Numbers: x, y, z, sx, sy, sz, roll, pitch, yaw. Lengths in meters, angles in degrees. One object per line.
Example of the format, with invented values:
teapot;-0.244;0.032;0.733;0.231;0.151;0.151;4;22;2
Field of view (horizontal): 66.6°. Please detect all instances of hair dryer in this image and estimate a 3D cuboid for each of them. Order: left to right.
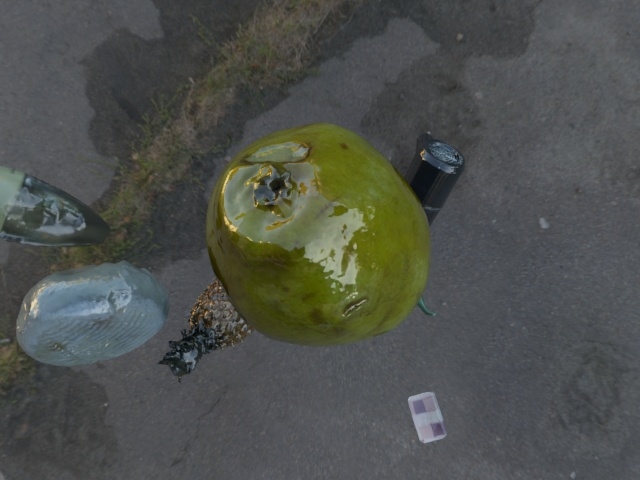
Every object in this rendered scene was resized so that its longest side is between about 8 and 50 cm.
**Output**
hair dryer;0.167;-0.123;0.757;0.071;0.219;0.124;21;129;-2

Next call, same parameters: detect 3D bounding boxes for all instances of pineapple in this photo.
pineapple;-0.299;0.244;1.384;0.202;0.202;0.362;35;46;5

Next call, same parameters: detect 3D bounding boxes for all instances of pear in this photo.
pear;0.000;0.000;0.580;0.268;0.321;0.269;-2;80;12

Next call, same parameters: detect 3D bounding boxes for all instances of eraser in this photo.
eraser;0.248;0.410;1.134;0.065;0.026;0.105;-24;68;20

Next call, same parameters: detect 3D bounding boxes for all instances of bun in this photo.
bun;-0.568;0.170;1.216;0.354;0.354;0.194;-26;61;-1

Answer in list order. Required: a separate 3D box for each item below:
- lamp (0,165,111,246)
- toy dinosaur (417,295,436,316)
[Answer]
lamp;-0.424;-0.046;0.684;0.250;0.101;0.101;24;84;-32
toy dinosaur;0.233;0.079;1.370;0.079;0.120;0.292;-8;80;-27
